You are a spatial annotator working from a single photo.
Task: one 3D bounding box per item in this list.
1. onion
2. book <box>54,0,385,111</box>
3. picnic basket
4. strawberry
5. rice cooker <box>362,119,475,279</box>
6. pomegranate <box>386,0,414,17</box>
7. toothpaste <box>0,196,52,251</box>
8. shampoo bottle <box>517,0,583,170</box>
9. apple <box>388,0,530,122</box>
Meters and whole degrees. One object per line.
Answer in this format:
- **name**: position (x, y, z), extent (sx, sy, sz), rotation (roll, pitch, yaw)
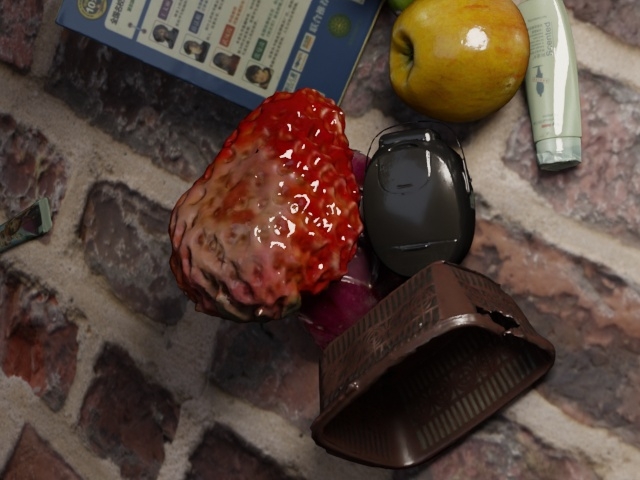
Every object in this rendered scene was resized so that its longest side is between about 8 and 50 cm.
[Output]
- **onion**: position (0.000, 0.000, 1.787), extent (0.247, 0.111, 0.250), rotation (-49, 58, 26)
- **book**: position (-0.132, -0.355, 1.828), extent (0.428, 0.039, 0.300), rotation (25, 102, 5)
- **picnic basket**: position (0.121, 0.150, 1.627), extent (0.297, 0.223, 0.129), rotation (-42, 46, 27)
- **strawberry**: position (-0.082, -0.058, 1.705), extent (0.265, 0.149, 0.336), rotation (1, 67, 37)
- **rice cooker**: position (0.127, -0.050, 1.672), extent (0.142, 0.118, 0.203), rotation (-5, 85, 23)
- **pomegranate**: position (0.117, -0.340, 1.703), extent (0.114, 0.142, 0.114), rotation (-26, 60, 58)
- **toothpaste**: position (-0.539, -0.009, 2.258), extent (0.216, 0.037, 0.062), rotation (-24, 70, 29)
- **shampoo bottle**: position (0.283, -0.194, 1.615), extent (0.072, 0.049, 0.212), rotation (-12, 79, 38)
- **apple**: position (0.167, -0.231, 1.626), extent (0.182, 0.155, 0.182), rotation (180, 90, -76)
